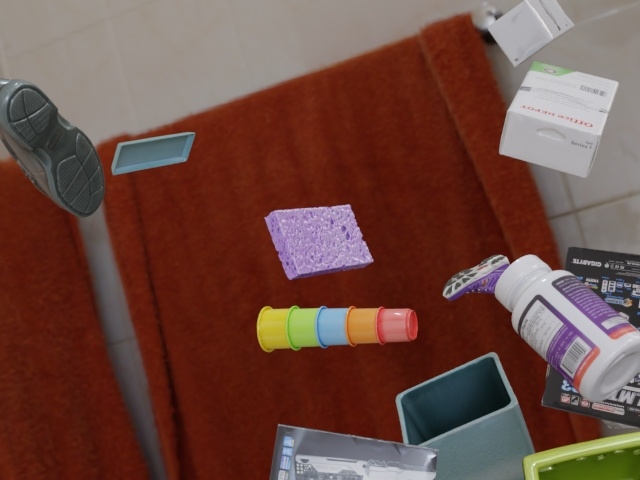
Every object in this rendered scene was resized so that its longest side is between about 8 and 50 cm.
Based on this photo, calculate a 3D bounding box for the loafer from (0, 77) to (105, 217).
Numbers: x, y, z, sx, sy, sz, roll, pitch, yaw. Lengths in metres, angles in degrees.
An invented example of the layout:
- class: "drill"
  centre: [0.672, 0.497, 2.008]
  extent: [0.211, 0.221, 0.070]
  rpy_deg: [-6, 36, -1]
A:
- class: "loafer"
  centre: [-0.384, -0.132, 1.316]
  extent: [0.084, 0.096, 0.267]
  rpy_deg: [20, -26, 25]

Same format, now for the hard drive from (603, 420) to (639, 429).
- class: "hard drive"
  centre: [0.646, 0.279, 1.916]
  extent: [0.064, 0.237, 0.339]
  rpy_deg: [-43, 11, -27]

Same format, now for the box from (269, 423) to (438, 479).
- class: "box"
  centre: [0.033, 0.441, 1.389]
  extent: [0.242, 0.308, 0.076]
  rpy_deg: [9, -16, 3]

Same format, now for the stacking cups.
- class: "stacking cups"
  centre: [0.031, 0.172, 1.888]
  extent: [0.316, 0.096, 0.096]
  rpy_deg: [-4, 1, 25]

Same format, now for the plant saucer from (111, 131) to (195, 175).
- class: "plant saucer"
  centre: [-0.319, -0.169, 1.814]
  extent: [0.192, 0.018, 0.067]
  rpy_deg: [-17, -42, -50]

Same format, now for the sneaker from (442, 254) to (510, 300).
- class: "sneaker"
  centre: [0.350, 0.095, 2.099]
  extent: [0.170, 0.071, 0.068]
  rpy_deg: [-25, 14, -13]

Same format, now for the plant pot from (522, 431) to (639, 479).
- class: "plant pot"
  centre: [0.407, 0.397, 1.329]
  extent: [0.227, 0.228, 0.207]
  rpy_deg: [-12, -17, 4]

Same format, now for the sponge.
- class: "sponge"
  centre: [0.000, 0.000, 1.654]
  extent: [0.031, 0.117, 0.210]
  rpy_deg: [-30, -14, 36]

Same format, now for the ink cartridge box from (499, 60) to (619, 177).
- class: "ink cartridge box"
  centre: [0.417, -0.215, 1.661]
  extent: [0.160, 0.093, 0.219]
  rpy_deg: [18, 39, 15]

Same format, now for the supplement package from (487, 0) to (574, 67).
- class: "supplement package"
  centre: [0.453, -0.457, 2.040]
  extent: [0.105, 0.105, 0.179]
  rpy_deg: [-33, 2, 36]

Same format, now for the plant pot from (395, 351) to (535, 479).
- class: "plant pot"
  centre: [0.334, 0.438, 2.040]
  extent: [0.247, 0.252, 0.248]
  rpy_deg: [-26, 17, 8]

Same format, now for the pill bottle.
- class: "pill bottle"
  centre: [0.318, 0.107, 1.232]
  extent: [0.108, 0.193, 0.108]
  rpy_deg: [-24, -41, -23]

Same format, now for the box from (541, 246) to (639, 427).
- class: "box"
  centre: [0.551, 0.173, 1.641]
  extent: [0.295, 0.293, 0.073]
  rpy_deg: [7, -3, 34]
